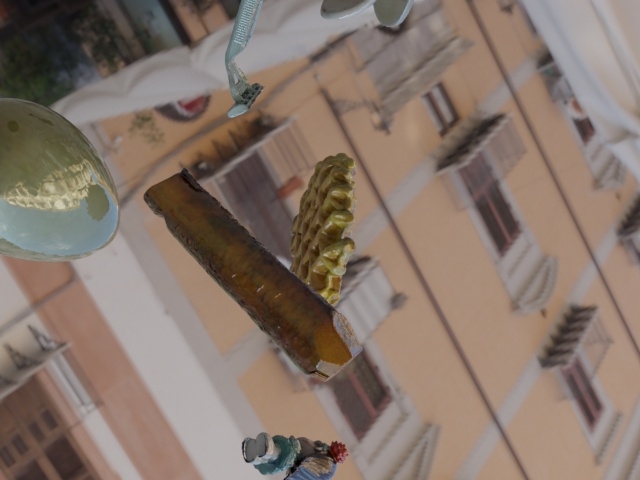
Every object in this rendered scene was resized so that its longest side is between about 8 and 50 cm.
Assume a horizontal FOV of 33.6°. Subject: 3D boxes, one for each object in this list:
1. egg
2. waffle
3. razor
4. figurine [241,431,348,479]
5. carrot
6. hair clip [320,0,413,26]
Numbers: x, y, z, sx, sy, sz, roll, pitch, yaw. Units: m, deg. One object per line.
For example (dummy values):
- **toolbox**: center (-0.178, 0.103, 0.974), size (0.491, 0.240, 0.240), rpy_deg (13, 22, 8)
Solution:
- **egg**: center (-0.414, -0.078, 1.527), size (0.218, 0.295, 0.218), rpy_deg (-28, -133, 34)
- **waffle**: center (-0.001, -0.001, 1.676), size (0.065, 0.283, 0.309), rpy_deg (12, -174, -10)
- **razor**: center (-0.093, -0.314, 1.451), size (0.056, 0.278, 0.111), rpy_deg (13, -156, 4)
- **figurine**: center (-0.024, 0.206, 1.011), size (0.060, 0.106, 0.047), rpy_deg (-47, -134, 18)
- **carrot**: center (-0.068, 0.031, 1.034), size (0.070, 0.260, 0.070), rpy_deg (-45, 171, -9)
- **hair clip**: center (0.103, -0.423, 1.488), size (0.172, 0.113, 0.282), rpy_deg (37, -75, 51)
